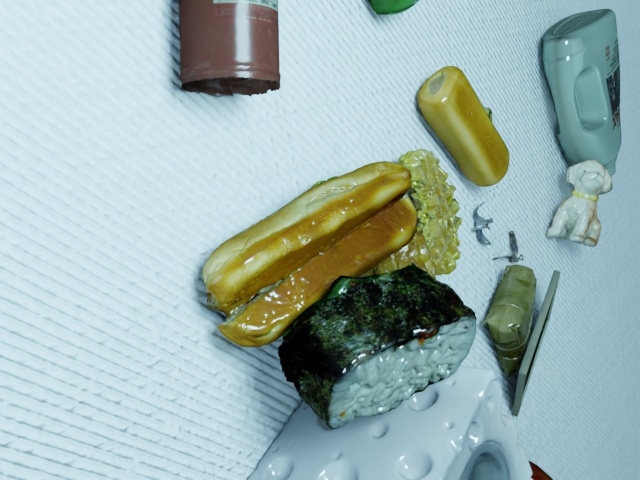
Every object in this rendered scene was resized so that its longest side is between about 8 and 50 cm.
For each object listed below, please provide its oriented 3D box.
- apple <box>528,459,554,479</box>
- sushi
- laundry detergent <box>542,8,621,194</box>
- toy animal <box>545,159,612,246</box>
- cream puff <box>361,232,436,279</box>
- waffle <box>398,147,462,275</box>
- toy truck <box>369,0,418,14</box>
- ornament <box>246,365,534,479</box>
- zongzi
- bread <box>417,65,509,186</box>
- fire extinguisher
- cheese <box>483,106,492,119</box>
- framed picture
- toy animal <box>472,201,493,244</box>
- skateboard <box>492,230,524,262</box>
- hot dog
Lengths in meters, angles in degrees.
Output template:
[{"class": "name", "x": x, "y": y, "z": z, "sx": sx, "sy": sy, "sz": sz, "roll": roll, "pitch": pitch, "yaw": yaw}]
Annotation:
[{"class": "apple", "x": 0.394, "y": 0.546, "z": 1.314, "sx": 0.179, "sy": 0.254, "sz": 0.346, "roll": -43, "pitch": 135, "yaw": 12}, {"class": "sushi", "x": 0.062, "y": 0.111, "z": 0.773, "sx": 0.224, "sy": 0.127, "sz": 0.124, "roll": -18, "pitch": 134, "yaw": -33}, {"class": "laundry detergent", "x": 0.591, "y": -0.287, "z": 1.540, "sx": 0.264, "sy": 0.124, "sz": 0.398, "roll": -39, "pitch": 122, "yaw": -44}, {"class": "toy animal", "x": 0.592, "y": -0.081, "z": 1.540, "sx": 0.183, "sy": 0.104, "sz": 0.185, "roll": 10, "pitch": 90, "yaw": -52}, {"class": "cream puff", "x": 0.104, "y": 0.041, "z": 0.956, "sx": 0.122, "sy": 0.116, "sz": 0.094, "roll": -23, "pitch": 96, "yaw": -32}, {"class": "waffle", "x": 0.166, "y": -0.042, "z": 1.066, "sx": 0.149, "sy": 0.051, "sz": 0.194, "roll": 10, "pitch": 76, "yaw": -51}, {"class": "toy truck", "x": 0.088, "y": -0.438, "z": 0.938, "sx": 0.125, "sy": 0.101, "sz": 0.243, "roll": -39, "pitch": 123, "yaw": -29}, {"class": "ornament", "x": 0.098, "y": 0.312, "z": 0.854, "sx": 0.239, "sy": 0.239, "sz": 0.240, "roll": -51, "pitch": 128, "yaw": -38}, {"class": "zongzi", "x": 0.373, "y": 0.150, "z": 1.319, "sx": 0.160, "sy": 0.078, "sz": 0.176, "roll": -58, "pitch": 141, "yaw": -29}, {"class": "bread", "x": 0.237, "y": -0.181, "z": 1.141, "sx": 0.239, "sy": 0.073, "sz": 0.093, "roll": 45, "pitch": 64, "yaw": -42}, {"class": "fire extinguisher", "x": -0.077, "y": -0.323, "z": 0.698, "sx": 0.106, "sy": 0.147, "sz": 0.337, "roll": -9, "pitch": 99, "yaw": -64}, {"class": "cheese", "x": 0.290, "y": -0.204, "z": 1.242, "sx": 0.083, "sy": 0.030, "sz": 0.044, "roll": -52, "pitch": 150, "yaw": -42}, {"class": "framed picture", "x": 0.430, "y": 0.207, "z": 1.382, "sx": 0.250, "sy": 0.016, "sz": 0.184, "roll": -58, "pitch": 154, "yaw": -32}, {"class": "toy animal", "x": 0.292, "y": -0.025, "z": 1.248, "sx": 0.050, "sy": 0.028, "sz": 0.084, "roll": -33, "pitch": 115, "yaw": -55}, {"class": "skateboard", "x": 0.361, "y": 0.014, "z": 1.337, "sx": 0.083, "sy": 0.032, "sz": 0.064, "roll": -6, "pitch": 85, "yaw": -52}, {"class": "hot dog", "x": 0.000, "y": 0.000, "z": 0.829, "sx": 0.337, "sy": 0.100, "sz": 0.135, "roll": -34, "pitch": 119, "yaw": -34}]
